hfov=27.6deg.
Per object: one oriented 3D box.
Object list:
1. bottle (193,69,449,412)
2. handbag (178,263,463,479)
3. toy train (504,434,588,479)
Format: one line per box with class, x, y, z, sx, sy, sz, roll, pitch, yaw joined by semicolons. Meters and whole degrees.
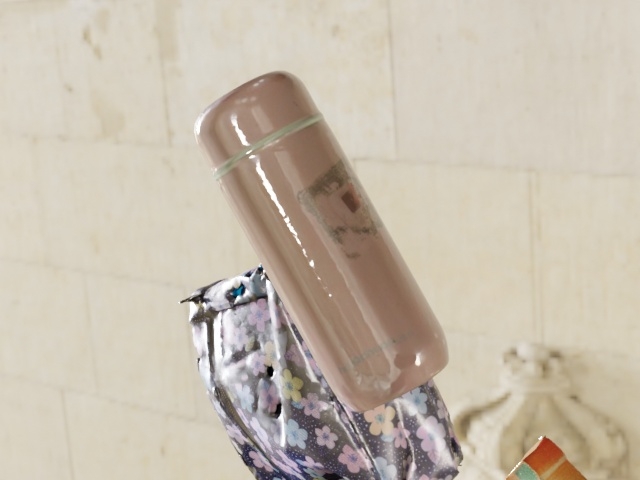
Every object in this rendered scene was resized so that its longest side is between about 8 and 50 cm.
bottle;0.000;0.000;0.537;0.053;0.140;0.053;-30;-179;1
handbag;-0.001;0.114;0.990;0.126;0.229;0.208;-29;-179;-30
toy train;0.232;0.303;1.406;0.118;0.176;0.074;46;-132;14
